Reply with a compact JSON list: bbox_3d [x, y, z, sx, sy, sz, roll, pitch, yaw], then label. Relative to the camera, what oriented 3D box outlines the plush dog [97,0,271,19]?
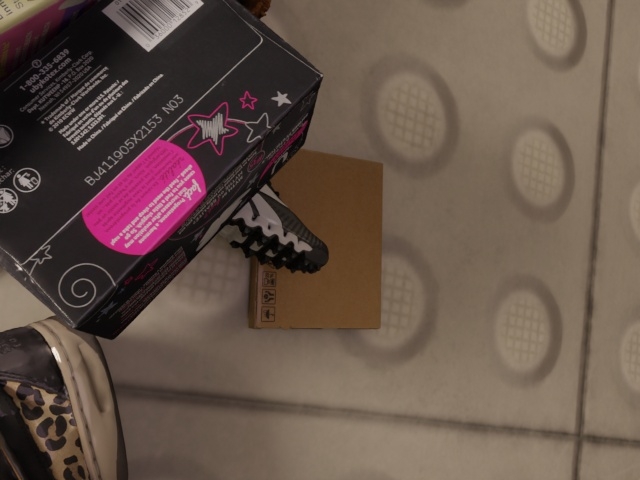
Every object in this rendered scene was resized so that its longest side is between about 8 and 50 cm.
[{"bbox_3d":[-0.125,-0.318,0.589,0.225,0.211,0.262,-7,91,-58],"label":"plush dog"}]

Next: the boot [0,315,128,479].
[{"bbox_3d":[-0.267,0.254,0.427,0.284,0.138,0.376,-6,85,-46],"label":"boot"}]

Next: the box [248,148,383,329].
[{"bbox_3d":[0.000,0.000,0.712,0.165,0.021,0.201,5,83,-31],"label":"box"}]

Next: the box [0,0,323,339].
[{"bbox_3d":[-0.144,-0.068,0.491,0.163,0.142,0.247,41,74,3],"label":"box"}]

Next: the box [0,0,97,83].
[{"bbox_3d":[-0.294,-0.136,0.435,0.243,0.214,0.117,-46,108,-26],"label":"box"}]

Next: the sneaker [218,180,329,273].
[{"bbox_3d":[-0.082,-0.055,0.624,0.234,0.078,0.106,30,66,-13],"label":"sneaker"}]
